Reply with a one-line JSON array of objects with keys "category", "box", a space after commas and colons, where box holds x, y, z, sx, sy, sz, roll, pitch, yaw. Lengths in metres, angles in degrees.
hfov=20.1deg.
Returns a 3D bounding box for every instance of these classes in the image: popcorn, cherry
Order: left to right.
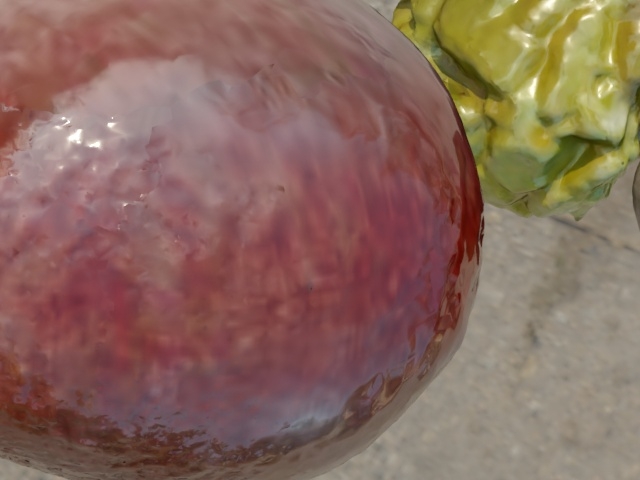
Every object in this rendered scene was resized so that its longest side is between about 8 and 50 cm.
[{"category": "cherry", "box": [-0.069, -0.017, 0.645, 0.239, 0.239, 0.206, 29, 95, -37]}, {"category": "popcorn", "box": [0.167, -0.131, 1.267, 0.249, 0.249, 0.225, -47, 153, -12]}]

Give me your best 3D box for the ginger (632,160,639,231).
[{"category": "ginger", "box": [0.315, -0.038, 0.927, 0.155, 0.304, 0.245, 94, 6, -57]}]
